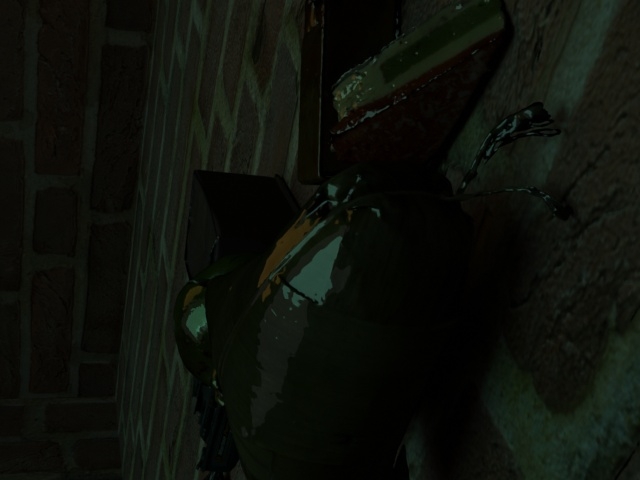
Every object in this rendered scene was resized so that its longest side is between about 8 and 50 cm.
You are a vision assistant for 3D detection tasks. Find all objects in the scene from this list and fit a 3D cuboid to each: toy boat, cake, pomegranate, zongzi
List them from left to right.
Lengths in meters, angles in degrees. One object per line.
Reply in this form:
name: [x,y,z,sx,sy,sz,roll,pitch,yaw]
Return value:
toy boat: [-0.154,0.250,1.582,0.114,0.122,0.296,-71,-5,-65]
pomegranate: [-0.112,0.133,1.215,0.190,0.159,0.240,86,-177,-58]
zongzi: [0.000,0.000,0.904,0.418,0.181,0.447,54,133,48]
cake: [0.078,-0.152,0.896,0.220,0.117,0.086,114,157,-53]

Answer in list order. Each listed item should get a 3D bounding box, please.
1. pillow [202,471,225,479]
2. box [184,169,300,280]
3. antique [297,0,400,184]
pillow: [-0.214,0.509,1.865,0.150,0.048,0.090,125,145,-56]
box: [-0.115,0.020,1.427,0.252,0.153,0.188,-115,32,-57]
antique: [0.033,-0.218,1.077,0.087,0.093,0.309,-177,89,-72]
